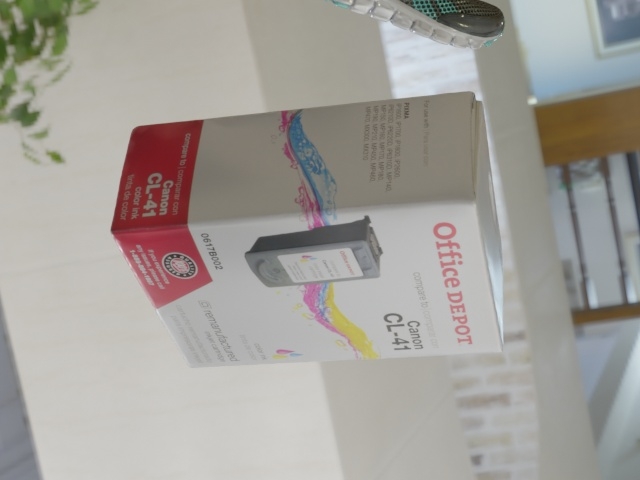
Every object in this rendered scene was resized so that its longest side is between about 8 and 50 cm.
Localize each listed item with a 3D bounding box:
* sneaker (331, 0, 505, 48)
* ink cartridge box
[{"bbox_3d":[0.063,-0.182,0.744,0.166,0.076,0.065,14,-157,-27],"label":"sneaker"},{"bbox_3d":[0.000,0.000,0.979,0.306,0.226,0.131,-4,-129,14],"label":"ink cartridge box"}]
